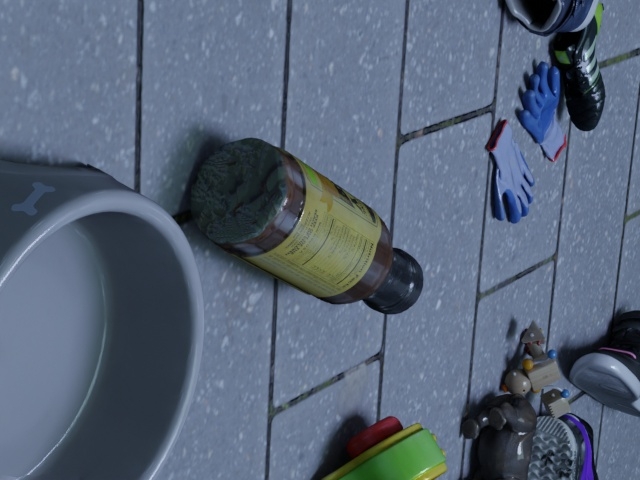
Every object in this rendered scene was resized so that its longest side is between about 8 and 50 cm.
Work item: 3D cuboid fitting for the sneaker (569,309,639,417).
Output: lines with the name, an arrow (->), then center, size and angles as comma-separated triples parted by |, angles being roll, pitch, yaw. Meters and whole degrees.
sneaker -> 0.441, 0.159, 2.439 | 0.296, 0.104, 0.147 | 37, 69, -63

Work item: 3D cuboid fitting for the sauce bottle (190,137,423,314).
sauce bottle -> 0.000, 0.000, 1.652 | 0.344, 0.111, 0.111 | 32, 75, -60

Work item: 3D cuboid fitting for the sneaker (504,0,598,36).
sneaker -> 0.285, -0.349, 1.978 | 0.163, 0.086, 0.226 | -20, 121, -57

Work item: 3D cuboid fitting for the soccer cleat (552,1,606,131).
soccer cleat -> 0.322, -0.223, 2.129 | 0.072, 0.060, 0.179 | -20, 113, -43

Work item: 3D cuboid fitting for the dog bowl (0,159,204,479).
dog bowl -> -0.222, 0.100, 1.344 | 0.349, 0.102, 0.349 | -31, 129, -49

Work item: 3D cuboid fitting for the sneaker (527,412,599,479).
sneaker -> 0.334, 0.379, 2.353 | 0.146, 0.102, 0.293 | -8, 109, -58

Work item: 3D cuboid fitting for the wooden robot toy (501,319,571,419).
wooden robot toy -> 0.273, 0.177, 2.229 | 0.079, 0.076, 0.173 | -29, 137, -5

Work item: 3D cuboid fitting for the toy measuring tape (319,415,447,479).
toy measuring tape -> 0.049, 0.265, 1.826 | 0.330, 0.121, 0.121 | -16, 116, -55

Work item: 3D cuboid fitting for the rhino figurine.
rhino figurine -> 0.231, 0.309, 2.187 | 0.106, 0.073, 0.243 | -21, 122, -50

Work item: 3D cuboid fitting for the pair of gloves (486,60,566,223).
pair of gloves -> 0.260, -0.118, 2.099 | 0.198, 0.023, 0.159 | -59, 145, -26
